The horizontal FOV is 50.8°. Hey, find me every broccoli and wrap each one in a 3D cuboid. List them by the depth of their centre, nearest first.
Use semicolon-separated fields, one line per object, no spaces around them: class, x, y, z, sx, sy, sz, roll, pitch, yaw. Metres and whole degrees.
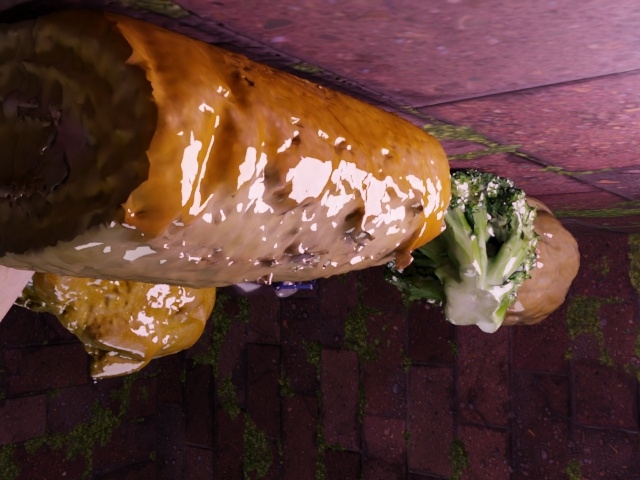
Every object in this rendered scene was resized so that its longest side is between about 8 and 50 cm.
broccoli;0.205;0.018;1.009;0.265;0.294;0.245;-34;-157;23

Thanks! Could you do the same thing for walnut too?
walnut;0.343;0.041;1.305;0.277;0.282;0.253;-4;138;-21

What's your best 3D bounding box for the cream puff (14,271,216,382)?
cream puff;-0.293;0.006;0.935;0.323;0.270;0.274;31;-134;22

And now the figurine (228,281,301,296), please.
figurine;-0.245;0.044;1.741;0.365;0.206;0.218;-2;177;35

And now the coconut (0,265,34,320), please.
coconut;-0.405;-0.018;0.701;0.241;0.241;0.241;0;177;0

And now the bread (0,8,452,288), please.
bread;-0.067;-0.047;0.524;0.236;0.165;0.375;3;179;33

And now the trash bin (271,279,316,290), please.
trash bin;0.000;0.000;1.343;0.162;0.184;0.234;1;172;-41
